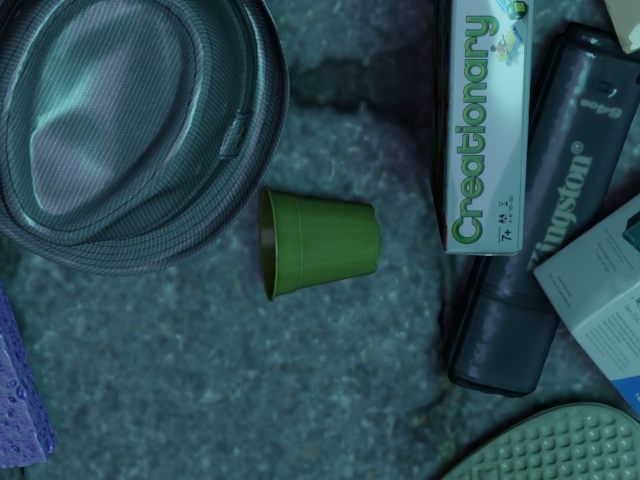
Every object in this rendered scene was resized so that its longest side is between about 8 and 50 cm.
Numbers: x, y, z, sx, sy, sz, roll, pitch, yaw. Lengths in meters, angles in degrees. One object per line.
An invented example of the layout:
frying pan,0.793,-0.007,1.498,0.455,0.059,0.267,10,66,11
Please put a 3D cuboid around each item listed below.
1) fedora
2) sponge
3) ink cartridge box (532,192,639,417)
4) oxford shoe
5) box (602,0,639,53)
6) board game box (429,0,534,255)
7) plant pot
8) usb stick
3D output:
fedora,-0.149,-0.089,1.053,0.243,0.124,0.275,32,104,-7
sponge,-0.282,0.076,1.141,0.117,0.031,0.210,-11,108,17
ink cartridge box,0.284,0.013,1.069,0.231,0.078,0.134,-36,126,9
oxford shoe,0.112,0.316,1.167,0.130,0.169,0.449,25,100,-48
box,0.269,-0.239,1.030,0.201,0.021,0.164,-22,91,6
board game box,0.103,-0.163,0.988,0.053,0.193,0.305,1,106,1
plant pot,0.000,0.000,1.103,0.079,0.083,0.083,-4,106,-10
usb stick,0.162,-0.017,1.104,0.077,0.045,0.278,16,105,-7
